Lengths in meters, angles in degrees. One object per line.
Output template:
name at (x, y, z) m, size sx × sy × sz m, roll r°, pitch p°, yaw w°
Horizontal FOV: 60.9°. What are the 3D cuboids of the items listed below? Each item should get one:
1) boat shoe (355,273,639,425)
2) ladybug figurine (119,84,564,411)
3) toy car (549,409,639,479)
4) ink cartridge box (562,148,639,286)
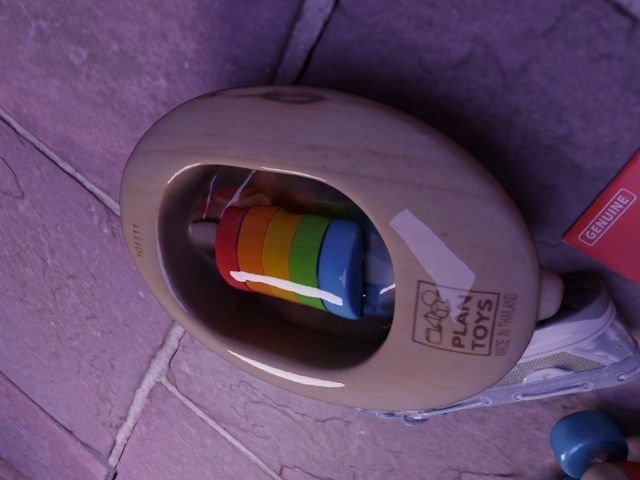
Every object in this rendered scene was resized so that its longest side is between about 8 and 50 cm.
boat shoe at (0.161, 0.139, 0.578) m, size 0.320 × 0.118 × 0.103 m, roll -31°, pitch 99°, yaw 35°
ladybug figurine at (0.000, 0.000, 0.536) m, size 0.449 × 0.162 × 0.305 m, roll 15°, pitch 117°, yaw 27°
toy car at (0.377, 0.298, 0.527) m, size 0.237 × 0.219 × 0.210 m, roll -8°, pitch 120°, yaw 4°
ink cartridge box at (0.364, -0.017, 0.373) m, size 0.261 × 0.066 × 0.296 m, roll 31°, pitch 132°, yaw 9°
